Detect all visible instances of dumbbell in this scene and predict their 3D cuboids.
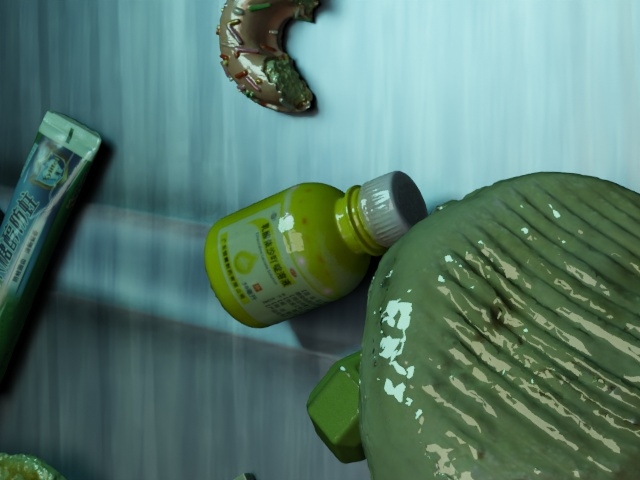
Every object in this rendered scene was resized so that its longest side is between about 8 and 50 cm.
[{"bbox_3d":[0.110,0.235,1.400,0.302,0.121,0.108,51,142,25],"label":"dumbbell"}]

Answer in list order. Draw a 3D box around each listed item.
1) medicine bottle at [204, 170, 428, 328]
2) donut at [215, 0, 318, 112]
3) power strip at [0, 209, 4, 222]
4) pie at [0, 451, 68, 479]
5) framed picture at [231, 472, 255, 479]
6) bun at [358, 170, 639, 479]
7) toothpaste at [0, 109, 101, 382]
[{"bbox_3d":[0.000,0.000,1.479,0.212,0.122,0.122,-23,75,30],"label":"medicine bottle"},{"bbox_3d":[-0.062,-0.217,1.569,0.117,0.065,0.166,1,86,32],"label":"donut"},{"bbox_3d":[-0.480,0.033,1.821,0.105,0.070,0.257,40,107,28],"label":"power strip"},{"bbox_3d":[-0.368,0.337,1.714,0.248,0.090,0.201,0,88,29],"label":"pie"},{"bbox_3d":[-0.122,0.355,1.597,0.203,0.015,0.150,-33,70,27],"label":"framed picture"},{"bbox_3d":[0.195,0.118,1.268,0.326,0.234,0.362,9,58,14],"label":"bun"},{"bbox_3d":[-0.355,0.041,1.743,0.099,0.061,0.392,28,100,34],"label":"toothpaste"}]
